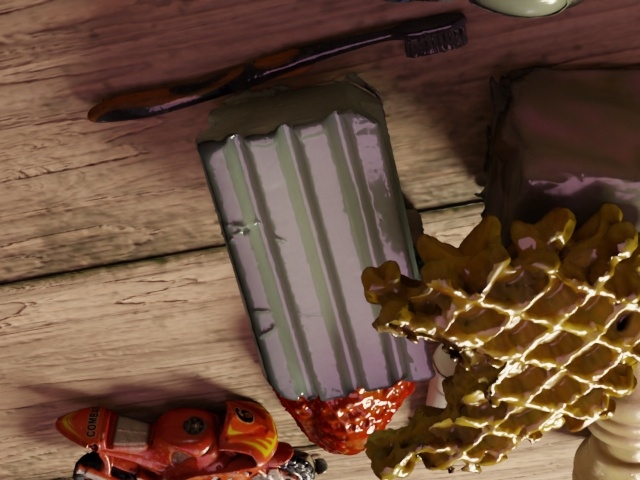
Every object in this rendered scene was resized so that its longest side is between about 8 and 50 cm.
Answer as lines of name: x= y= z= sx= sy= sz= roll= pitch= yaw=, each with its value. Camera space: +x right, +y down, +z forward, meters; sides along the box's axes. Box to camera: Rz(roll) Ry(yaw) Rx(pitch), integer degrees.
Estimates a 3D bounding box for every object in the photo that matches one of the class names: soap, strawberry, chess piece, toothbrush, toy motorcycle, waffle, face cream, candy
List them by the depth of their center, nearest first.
waffle: x=0.159 y=0.094 z=0.805 sx=0.260 sy=0.069 sz=0.293 roll=-13 pitch=138 yaw=-6
toothbrush: x=-0.041 y=-0.136 z=0.809 sx=0.321 sy=0.023 sz=0.031 roll=-10 pitch=129 yaw=11
candy: x=0.228 y=-0.046 z=0.831 sx=0.195 sy=0.137 sz=0.184 roll=2 pitch=139 yaw=0
soap: x=0.000 y=0.000 z=0.849 sx=0.150 sy=0.094 sz=0.261 roll=-11 pitch=114 yaw=6
strawberry: x=0.022 y=0.175 z=1.104 sx=0.175 sy=0.106 sz=0.236 roll=-9 pitch=139 yaw=11
chess piece: x=0.363 y=0.189 z=1.132 sx=0.139 sy=0.124 sz=0.307 roll=18 pitch=142 yaw=26
face cream: x=0.155 y=0.193 z=1.169 sx=0.092 sy=0.058 sz=0.243 roll=-7 pitch=145 yaw=1
toy motorcycle: x=-0.157 y=0.258 z=1.210 sx=0.298 sy=0.089 sz=0.171 roll=-1 pitch=138 yaw=2

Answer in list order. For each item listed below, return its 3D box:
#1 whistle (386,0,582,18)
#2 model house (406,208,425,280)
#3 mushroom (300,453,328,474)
whistle: x=0.079 y=-0.199 z=0.703 sx=0.236 sy=0.077 sz=0.114 roll=4 pitch=167 yaw=4
model house: x=0.041 y=0.025 z=0.945 sx=0.100 sy=0.087 sz=0.100 roll=6 pitch=139 yaw=-10
mushroom: x=-0.075 y=0.328 z=1.320 sx=0.187 sy=0.061 sz=0.060 roll=-30 pitch=126 yaw=24
